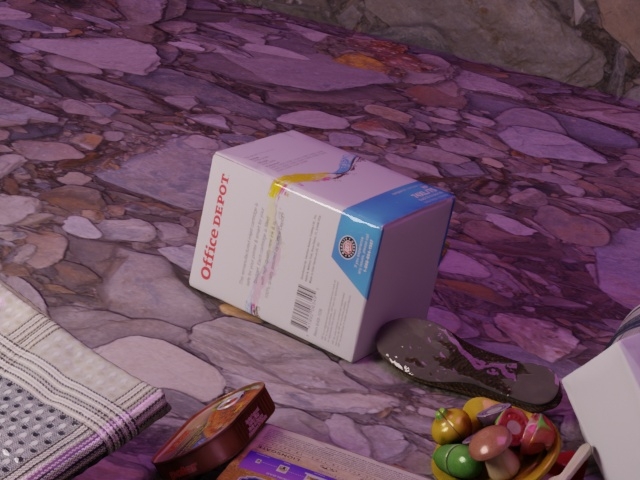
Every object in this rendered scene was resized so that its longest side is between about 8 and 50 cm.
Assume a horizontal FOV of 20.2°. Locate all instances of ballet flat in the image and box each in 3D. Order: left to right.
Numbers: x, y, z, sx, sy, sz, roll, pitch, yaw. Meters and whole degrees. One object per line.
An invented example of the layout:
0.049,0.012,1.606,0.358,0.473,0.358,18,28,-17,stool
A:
0.188,0.163,2.271,0.250,0.084,0.058,16,-21,18,ballet flat

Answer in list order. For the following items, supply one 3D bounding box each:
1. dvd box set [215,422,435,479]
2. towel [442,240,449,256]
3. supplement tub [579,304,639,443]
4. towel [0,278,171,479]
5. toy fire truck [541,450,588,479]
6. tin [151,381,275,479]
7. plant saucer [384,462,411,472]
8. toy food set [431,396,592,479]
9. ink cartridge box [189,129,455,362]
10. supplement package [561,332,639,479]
0.010,0.330,1.756,0.308,0.062,0.420,17,22,12,dvd box set
0.117,0.029,2.605,0.102,0.021,0.237,16,22,10,towel
0.435,0.173,2.191,0.191,0.191,0.272,19,23,17,supplement tub
-0.358,0.161,1.748,0.312,0.056,0.324,-33,43,-30,towel
0.266,0.301,1.981,0.135,0.047,0.192,28,28,36,toy fire truck
-0.115,0.210,1.946,0.106,0.040,0.190,-21,10,25,tin
0.077,0.271,2.000,0.083,0.013,0.083,10,22,-4,plant saucer
0.193,0.220,1.994,0.128,0.071,0.218,-43,28,-19,toy food set
0.000,0.000,2.374,0.270,0.198,0.197,24,25,26,ink cartridge box
0.408,0.187,1.931,0.203,0.149,0.194,-17,75,-22,supplement package
